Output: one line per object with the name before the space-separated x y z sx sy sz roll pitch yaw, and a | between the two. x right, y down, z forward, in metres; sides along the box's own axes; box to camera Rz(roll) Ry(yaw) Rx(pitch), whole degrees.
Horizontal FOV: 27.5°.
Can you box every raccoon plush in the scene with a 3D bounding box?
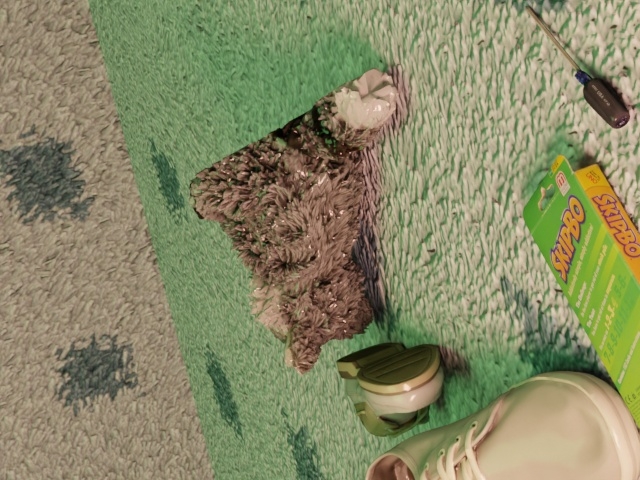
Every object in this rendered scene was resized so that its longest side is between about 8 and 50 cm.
raccoon plush | 0.000 0.000 1.660 0.299 0.216 0.446 63 161 0

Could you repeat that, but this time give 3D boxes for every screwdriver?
screwdriver | 0.220 -0.154 1.152 0.025 0.024 0.170 -61 42 27

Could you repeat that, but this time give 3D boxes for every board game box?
board game box | 0.270 0.051 1.187 0.259 0.039 0.124 61 158 19

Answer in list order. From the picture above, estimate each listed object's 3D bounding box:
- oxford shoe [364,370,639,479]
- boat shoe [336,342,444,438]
oxford shoe | 0.184 0.256 1.424 0.449 0.130 0.169 -35 73 58
boat shoe | 0.101 0.198 1.699 0.302 0.113 0.103 180 70 -81
